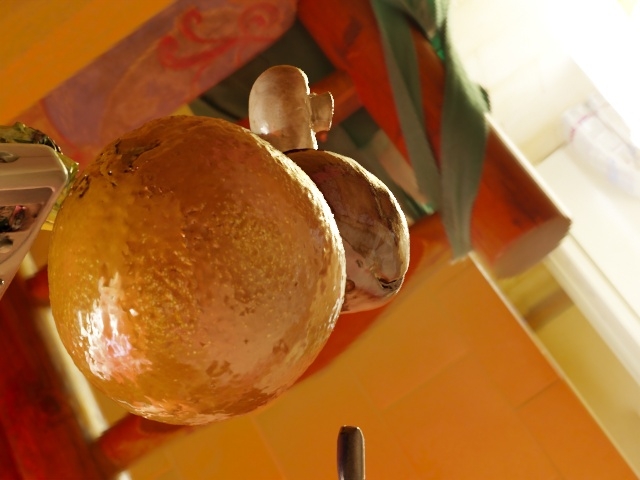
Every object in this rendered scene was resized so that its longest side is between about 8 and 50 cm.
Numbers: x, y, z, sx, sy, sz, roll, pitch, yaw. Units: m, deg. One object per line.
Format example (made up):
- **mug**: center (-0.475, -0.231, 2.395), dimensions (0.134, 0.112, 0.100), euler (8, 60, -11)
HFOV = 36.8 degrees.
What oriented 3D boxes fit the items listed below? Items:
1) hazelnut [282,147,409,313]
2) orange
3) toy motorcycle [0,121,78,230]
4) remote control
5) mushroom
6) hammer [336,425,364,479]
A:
- **hazelnut**: center (0.000, 0.000, 1.226), dimensions (0.234, 0.218, 0.218), euler (33, 113, -33)
- **orange**: center (-0.111, 0.026, 0.861), dimensions (0.274, 0.274, 0.274), euler (-25, 151, -15)
- **toy motorcycle**: center (-0.451, -0.090, 1.135), dimensions (0.342, 0.206, 0.142), euler (17, 147, -36)
- **remote control**: center (-0.354, 0.024, 0.913), dimensions (0.140, 0.056, 0.296), euler (-6, 143, -47)
- **mushroom**: center (-0.045, -0.182, 1.451), dimensions (0.127, 0.166, 0.166), euler (0, 148, 0)
- **hammer**: center (0.057, 0.421, 1.430), dimensions (0.137, 0.290, 0.037), euler (11, 159, -36)
